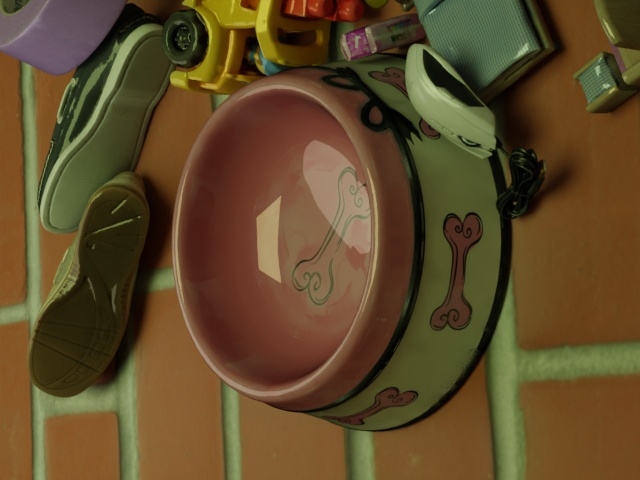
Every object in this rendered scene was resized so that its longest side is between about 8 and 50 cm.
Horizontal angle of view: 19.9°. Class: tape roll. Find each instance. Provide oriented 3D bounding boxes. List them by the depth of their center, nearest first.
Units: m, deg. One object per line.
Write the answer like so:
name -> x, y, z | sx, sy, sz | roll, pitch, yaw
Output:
tape roll -> -0.314, -0.347, 2.260 | 0.275, 0.090, 0.274 | -36, 41, 40

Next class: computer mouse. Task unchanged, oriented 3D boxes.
computer mouse -> 0.139, -0.109, 1.769 | 0.193, 0.042, 0.106 | 48, 160, 12

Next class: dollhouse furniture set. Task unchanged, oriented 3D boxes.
dollhouse furniture set -> 0.148, -0.221, 1.722 | 0.303, 0.198, 0.286 | -37, 61, 42

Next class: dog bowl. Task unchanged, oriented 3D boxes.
dog bowl -> 0.000, 0.000, 1.914 | 0.408, 0.150, 0.408 | -4, 85, 49

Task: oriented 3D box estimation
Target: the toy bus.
toy bus -> -0.048, -0.252, 1.994 | 0.211, 0.149, 0.220 | 21, 106, 37

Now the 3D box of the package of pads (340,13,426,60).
package of pads -> 0.065, -0.213, 1.900 | 0.050, 0.083, 0.032 | -12, 98, 48

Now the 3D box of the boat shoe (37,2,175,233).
boat shoe -> -0.276, -0.151, 2.269 | 0.091, 0.114, 0.302 | 44, 108, 39

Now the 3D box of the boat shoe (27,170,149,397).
boat shoe -> -0.283, 0.056, 2.279 | 0.098, 0.109, 0.302 | -84, 14, -69
